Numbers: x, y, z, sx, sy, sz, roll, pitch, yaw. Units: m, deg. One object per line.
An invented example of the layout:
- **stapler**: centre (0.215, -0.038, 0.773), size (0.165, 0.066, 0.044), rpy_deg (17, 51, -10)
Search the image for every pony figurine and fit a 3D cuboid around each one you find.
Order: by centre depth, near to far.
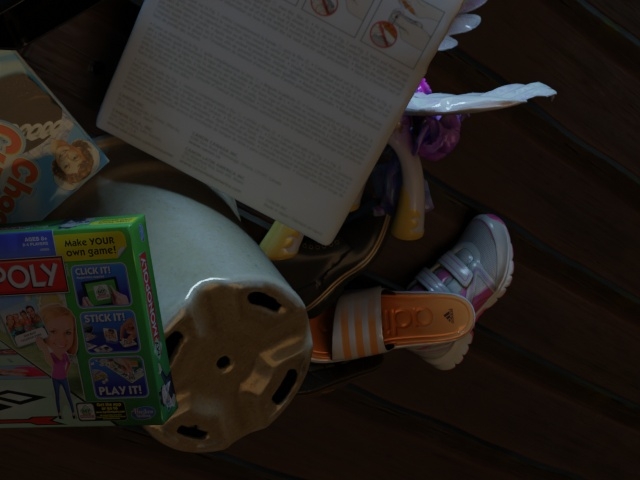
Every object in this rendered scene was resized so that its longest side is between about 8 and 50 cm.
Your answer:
- **pony figurine**: centre (0.072, -0.166, 1.582), size (0.351, 0.303, 0.363), rpy_deg (-8, 129, -17)

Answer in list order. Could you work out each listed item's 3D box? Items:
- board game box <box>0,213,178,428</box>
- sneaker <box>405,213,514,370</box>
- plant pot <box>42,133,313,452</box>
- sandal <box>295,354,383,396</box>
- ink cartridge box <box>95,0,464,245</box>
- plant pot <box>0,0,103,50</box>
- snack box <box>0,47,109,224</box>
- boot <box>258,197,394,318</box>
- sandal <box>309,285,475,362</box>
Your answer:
- **board game box**: centre (-0.318, 0.088, 1.319), size (0.317, 0.046, 0.213), rpy_deg (-4, 107, 15)
- **sneaker**: centre (0.194, 0.074, 1.883), size (0.111, 0.103, 0.252), rpy_deg (14, 105, -40)
- **plant pot**: centre (-0.178, 0.080, 1.499), size (0.334, 0.305, 0.334), rpy_deg (-16, 122, -26)
- **sandal**: centre (-0.007, 0.184, 1.834), size (0.219, 0.090, 0.060), rpy_deg (-10, 148, -40)
- **ink cartridge box**: centre (-0.038, -0.222, 1.408), size (0.308, 0.091, 0.385), rpy_deg (28, 118, -2)
- **plant pot**: centre (-0.296, -0.305, 1.260), size (0.187, 0.188, 0.167), rpy_deg (-28, 94, 11)
- **snack box**: centre (-0.414, -0.055, 1.398), size (0.322, 0.060, 0.187), rpy_deg (-42, 115, -8)
- **boot**: centre (0.000, 0.000, 1.735), size (0.137, 0.077, 0.198), rpy_deg (37, 90, -36)
- **sandal**: centre (0.091, 0.107, 1.789), size (0.265, 0.076, 0.102), rpy_deg (-7, 80, -7)
